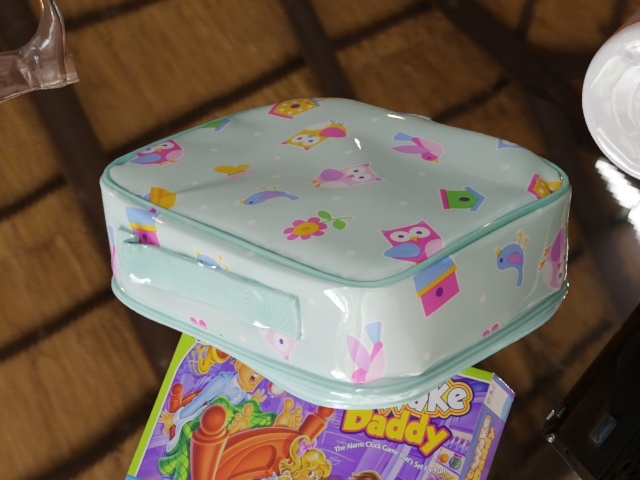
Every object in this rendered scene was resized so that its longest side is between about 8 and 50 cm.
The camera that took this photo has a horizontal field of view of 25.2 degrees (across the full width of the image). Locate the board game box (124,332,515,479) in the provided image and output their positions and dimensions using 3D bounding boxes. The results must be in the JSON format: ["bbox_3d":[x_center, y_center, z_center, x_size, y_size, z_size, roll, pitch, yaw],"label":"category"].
[{"bbox_3d":[-0.008,0.209,1.439,0.078,0.347,0.233,43,-117,-58],"label":"board game box"}]

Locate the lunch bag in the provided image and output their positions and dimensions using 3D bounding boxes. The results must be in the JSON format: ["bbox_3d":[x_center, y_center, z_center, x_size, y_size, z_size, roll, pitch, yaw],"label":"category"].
[{"bbox_3d":[0.000,0.000,0.921,0.224,0.279,0.108,-29,-56,-37],"label":"lunch bag"}]

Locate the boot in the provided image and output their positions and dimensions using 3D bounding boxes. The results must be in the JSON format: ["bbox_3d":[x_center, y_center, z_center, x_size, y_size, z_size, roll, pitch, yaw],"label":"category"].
[{"bbox_3d":[-0.308,-0.192,1.427,0.114,0.106,0.037,-16,-2,-10],"label":"boot"}]

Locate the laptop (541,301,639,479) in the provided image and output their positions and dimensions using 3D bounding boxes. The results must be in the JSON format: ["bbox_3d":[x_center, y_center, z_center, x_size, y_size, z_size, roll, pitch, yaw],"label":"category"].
[{"bbox_3d":[0.260,0.070,0.867,0.234,0.136,0.264,-53,13,4],"label":"laptop"}]

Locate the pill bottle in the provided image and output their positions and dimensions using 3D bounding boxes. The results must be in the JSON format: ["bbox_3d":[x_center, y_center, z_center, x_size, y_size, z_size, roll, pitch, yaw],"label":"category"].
[{"bbox_3d":[0.374,-0.179,1.397,0.283,0.161,0.161,-42,-34,-51],"label":"pill bottle"}]
